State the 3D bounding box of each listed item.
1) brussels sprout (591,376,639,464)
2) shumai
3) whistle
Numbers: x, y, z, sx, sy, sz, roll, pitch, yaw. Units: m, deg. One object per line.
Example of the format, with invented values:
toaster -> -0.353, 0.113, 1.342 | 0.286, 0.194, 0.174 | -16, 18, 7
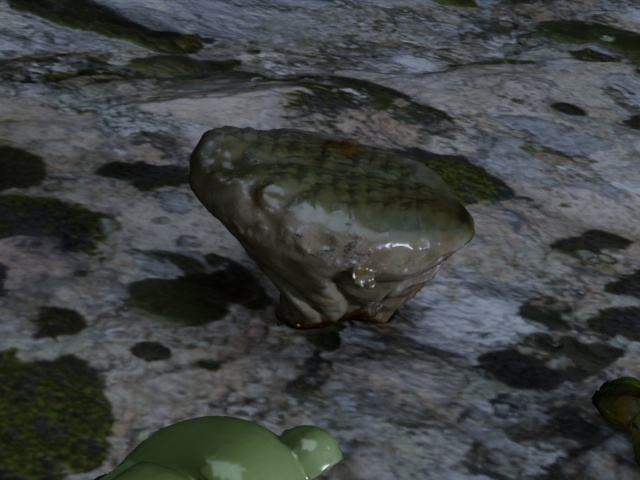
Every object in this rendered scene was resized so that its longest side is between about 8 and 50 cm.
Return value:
brussels sprout -> 0.211, 0.113, 1.186 | 0.051, 0.046, 0.083 | 9, 23, -21
shumai -> 0.000, 0.000, 1.253 | 0.201, 0.120, 0.201 | 13, 22, -5
whistle -> -0.087, 0.161, 0.870 | 0.106, 0.131, 0.288 | 58, 32, 0
